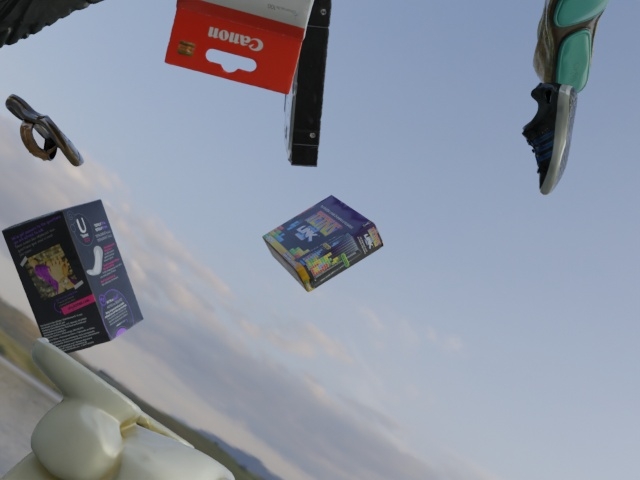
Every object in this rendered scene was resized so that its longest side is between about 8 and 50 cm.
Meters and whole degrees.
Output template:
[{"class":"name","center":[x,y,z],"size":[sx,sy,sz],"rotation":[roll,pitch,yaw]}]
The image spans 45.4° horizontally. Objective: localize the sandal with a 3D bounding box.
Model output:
[{"class":"sandal","center":[-0.450,-0.167,1.219],"size":[0.219,0.060,0.090],"rotation":[35,-15,31]}]

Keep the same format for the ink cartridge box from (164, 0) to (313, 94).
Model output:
[{"class":"ink cartridge box","center":[-0.102,-0.338,1.043],"size":[0.189,0.232,0.066],"rotation":[14,0,-2]}]

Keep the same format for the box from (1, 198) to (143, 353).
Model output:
[{"class":"box","center":[-0.488,0.072,1.528],"size":[0.165,0.144,0.270],"rotation":[-43,116,-76]}]

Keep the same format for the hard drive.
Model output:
[{"class":"hard drive","center":[-0.032,-0.342,1.559],"size":[0.064,0.338,0.237],"rotation":[2,22,-7]}]

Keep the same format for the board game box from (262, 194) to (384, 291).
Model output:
[{"class":"board game box","center":[0.000,0.000,1.215],"size":[0.048,0.141,0.170],"rotation":[63,-11,-27]}]

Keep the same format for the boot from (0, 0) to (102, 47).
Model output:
[{"class":"boot","center":[-0.286,-0.278,0.678],"size":[0.207,0.247,0.094],"rotation":[50,-24,29]}]

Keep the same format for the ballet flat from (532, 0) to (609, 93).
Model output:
[{"class":"ballet flat","center":[0.427,-0.396,1.322],"size":[0.123,0.123,0.348],"rotation":[26,-26,23]}]

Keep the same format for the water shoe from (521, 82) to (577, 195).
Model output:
[{"class":"water shoe","center":[0.393,-0.179,1.338],"size":[0.080,0.073,0.203],"rotation":[17,-58,26]}]

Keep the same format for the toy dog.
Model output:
[{"class":"toy dog","center":[-0.309,0.397,0.923],"size":[0.396,0.407,0.284],"rotation":[31,-19,17]}]
